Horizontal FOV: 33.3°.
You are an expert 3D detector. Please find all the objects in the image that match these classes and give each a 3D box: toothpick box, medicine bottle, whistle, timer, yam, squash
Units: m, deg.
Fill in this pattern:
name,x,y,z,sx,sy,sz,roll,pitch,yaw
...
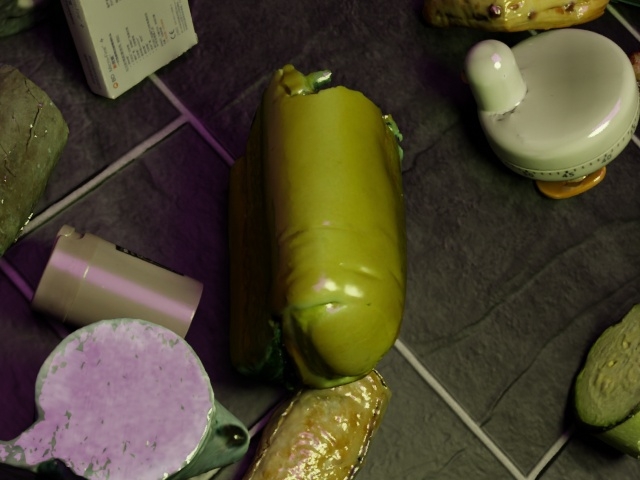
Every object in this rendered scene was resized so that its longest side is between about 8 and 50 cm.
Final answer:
name,x,y,z,sx,sy,sz,roll,pitch,yaw
toothpick box,-0.243,0.064,1.272,0.180,0.111,0.111,24,61,-11
medicine bottle,-0.248,-0.306,1.389,0.052,0.201,0.171,27,55,33
whistle,-0.287,0.220,1.155,0.404,0.168,0.188,-18,73,-22
timer,0.335,-0.208,1.542,0.233,0.240,0.234,-12,56,19
yam,-0.399,-0.079,1.261,0.154,0.154,0.254,29,56,-7
squash,0.444,0.190,1.419,0.133,0.220,0.220,36,60,-4

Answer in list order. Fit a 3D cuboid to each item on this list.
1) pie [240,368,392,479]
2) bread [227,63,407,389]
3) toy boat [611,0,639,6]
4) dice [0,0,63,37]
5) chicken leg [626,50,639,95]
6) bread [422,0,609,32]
name,x,y,z,sx,sy,sz,roll,pitch,yaw
pie,-0.012,0.259,1.298,0.128,0.068,0.282,35,61,-3
bread,0.000,0.000,1.303,0.208,0.251,0.377,11,53,-16
toy boat,0.525,-0.449,1.786,0.296,0.122,0.114,3,85,-30
dice,-0.409,-0.384,1.369,0.182,0.181,0.183,-32,80,-31
chicken leg,0.566,-0.269,1.766,0.253,0.051,0.106,-5,75,-24
bread,0.295,-0.375,1.621,0.235,0.210,0.099,-14,109,-28
